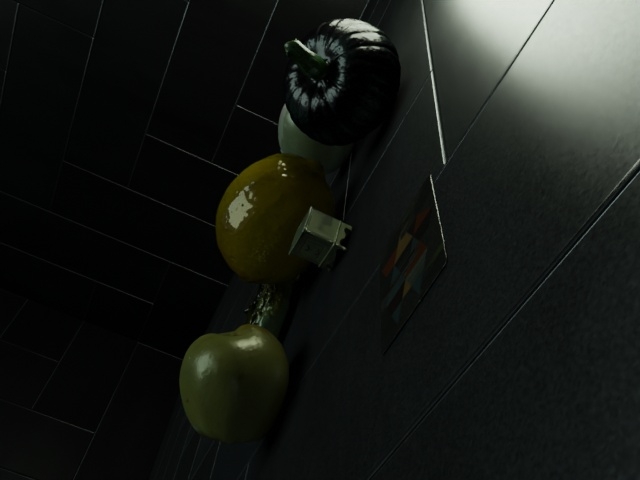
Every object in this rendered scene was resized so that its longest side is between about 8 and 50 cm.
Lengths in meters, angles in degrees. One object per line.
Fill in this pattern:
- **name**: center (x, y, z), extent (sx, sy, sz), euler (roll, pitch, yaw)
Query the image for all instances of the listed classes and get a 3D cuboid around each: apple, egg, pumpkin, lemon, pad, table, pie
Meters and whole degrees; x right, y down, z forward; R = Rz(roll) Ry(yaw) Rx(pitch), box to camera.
- **apple**: center (-0.143, 0.234, 1.079), extent (0.200, 0.200, 0.200), euler (-156, 90, -80)
- **egg**: center (-0.003, -0.266, 1.465), extent (0.183, 0.183, 0.217), euler (-86, 10, -63)
- **pumpkin**: center (0.019, -0.313, 1.241), extent (0.248, 0.248, 0.248), euler (-156, 90, -80)
- **lemon**: center (-0.092, -0.042, 1.311), extent (0.263, 0.236, 0.236), euler (-45, 5, -13)
- **pad**: center (0.104, 0.021, 0.769), extent (0.211, 0.003, 0.143), euler (-83, 19, -60)
- **table**: center (0.000, 0.000, 1.137), extent (0.079, 0.083, 0.062), euler (124, 167, -49)
- **pie**: center (-0.133, 0.185, 1.454), extent (0.296, 0.078, 0.371), euler (-60, 10, 25)
